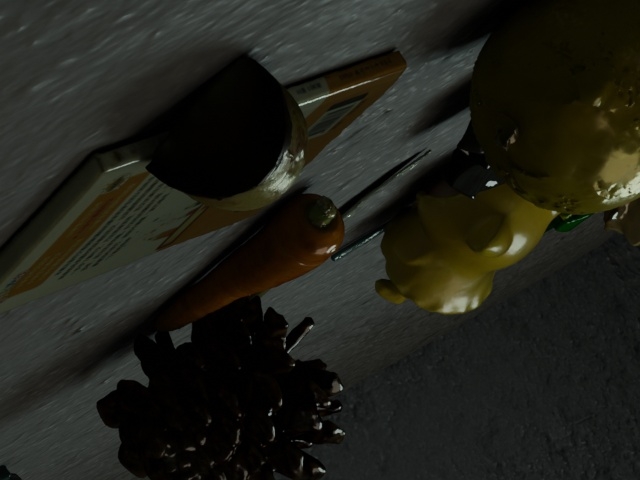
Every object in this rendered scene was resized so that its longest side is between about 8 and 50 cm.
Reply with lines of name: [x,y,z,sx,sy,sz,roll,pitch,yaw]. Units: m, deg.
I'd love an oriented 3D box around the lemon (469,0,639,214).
lemon: [0.201,-0.109,1.369,0.173,0.173,0.206,-37,-178,31]

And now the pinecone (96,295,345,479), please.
pinecone: [-0.081,0.156,1.737,0.229,0.202,0.201,2,-130,33]

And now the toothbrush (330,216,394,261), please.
toothbrush: [0.084,-0.020,1.994,0.167,0.014,0.011,-31,155,-9]

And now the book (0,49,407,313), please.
book: [-0.091,-0.036,1.233,0.295,0.020,0.208,-23,167,-46]

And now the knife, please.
knife: [-0.002,-0.002,1.780,0.298,0.017,0.047,-41,170,29]

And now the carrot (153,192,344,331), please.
carrot: [-0.062,0.030,1.607,0.061,0.061,0.256,-23,170,-48]

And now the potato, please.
potato: [-0.039,-0.053,1.103,0.096,0.066,0.103,-45,164,14]

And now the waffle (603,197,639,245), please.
waffle: [0.389,-0.171,1.611,0.261,0.114,0.376,-28,157,-40]

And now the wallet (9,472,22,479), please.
wallet: [-0.512,0.383,1.977,0.406,0.062,0.228,-35,171,18]

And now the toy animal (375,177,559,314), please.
toy animal: [0.147,-0.001,1.916,0.156,0.156,0.230,-26,173,-39]

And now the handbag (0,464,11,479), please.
handbag: [-0.423,0.272,1.567,0.274,0.100,0.269,-28,167,-34]

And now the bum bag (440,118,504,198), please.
bum bag: [0.214,-0.125,1.658,0.326,0.080,0.142,-24,158,-41]

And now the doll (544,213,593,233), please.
doll: [0.280,-0.074,2.090,0.186,0.106,0.134,-38,176,32]
